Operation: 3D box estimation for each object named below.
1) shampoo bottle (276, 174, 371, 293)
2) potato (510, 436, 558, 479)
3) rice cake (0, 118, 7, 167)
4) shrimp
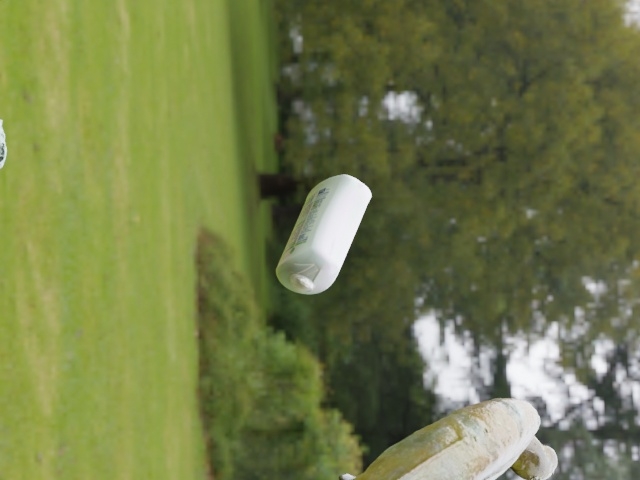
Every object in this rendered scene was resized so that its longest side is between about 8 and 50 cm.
[{"bbox_3d":[0.000,0.000,1.000,0.072,0.043,0.099,-34,-152,53],"label":"shampoo bottle"},{"bbox_3d":[0.221,0.231,1.307,0.092,0.045,0.046,40,27,-30],"label":"potato"},{"bbox_3d":[-0.333,-0.051,0.886,0.034,0.210,0.043,87,-8,-63],"label":"rice cake"},{"bbox_3d":[0.077,0.230,1.079,0.077,0.317,0.168,50,-38,26],"label":"shrimp"}]
